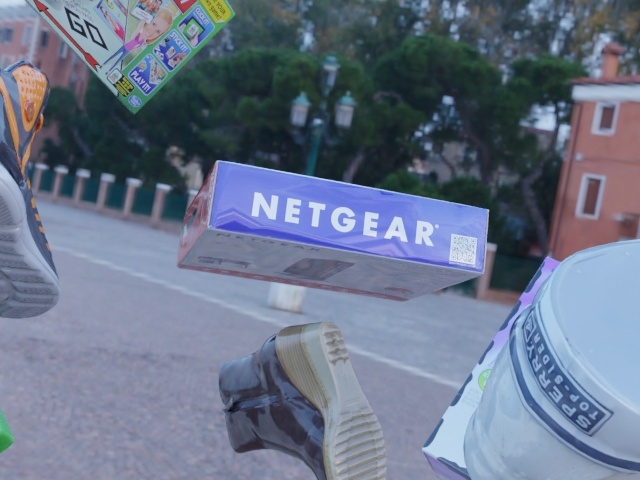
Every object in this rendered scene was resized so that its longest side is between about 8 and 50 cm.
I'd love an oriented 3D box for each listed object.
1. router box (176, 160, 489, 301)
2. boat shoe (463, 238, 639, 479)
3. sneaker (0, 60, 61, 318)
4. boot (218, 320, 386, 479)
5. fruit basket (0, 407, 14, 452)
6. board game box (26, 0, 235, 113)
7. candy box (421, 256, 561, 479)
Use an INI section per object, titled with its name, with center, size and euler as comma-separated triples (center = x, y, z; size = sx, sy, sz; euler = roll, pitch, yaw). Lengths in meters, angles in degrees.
[router box]
center = 0.000, 0.000, 1.249
size = 0.335, 0.082, 0.301
euler = 9, -12, -12
[boat shoe]
center = 0.226, 0.083, 0.506
size = 0.367, 0.156, 0.136
euler = -6, 52, -32
[sneaker]
center = -0.294, -0.055, 0.906
size = 0.125, 0.180, 0.321
euler = 7, -30, -10
[boot]
center = -0.029, 0.232, 1.164
size = 0.090, 0.248, 0.207
euler = 5, -26, -42
[fruit basket]
center = -0.603, 0.155, 1.199
size = 0.392, 0.283, 0.392
euler = 43, -18, 18
[board game box]
center = -0.261, -0.333, 1.301
size = 0.046, 0.213, 0.317
euler = 43, -4, 30
[candy box]
center = 0.202, 0.134, 0.757
size = 0.165, 0.196, 0.070
euler = 26, -20, 30
